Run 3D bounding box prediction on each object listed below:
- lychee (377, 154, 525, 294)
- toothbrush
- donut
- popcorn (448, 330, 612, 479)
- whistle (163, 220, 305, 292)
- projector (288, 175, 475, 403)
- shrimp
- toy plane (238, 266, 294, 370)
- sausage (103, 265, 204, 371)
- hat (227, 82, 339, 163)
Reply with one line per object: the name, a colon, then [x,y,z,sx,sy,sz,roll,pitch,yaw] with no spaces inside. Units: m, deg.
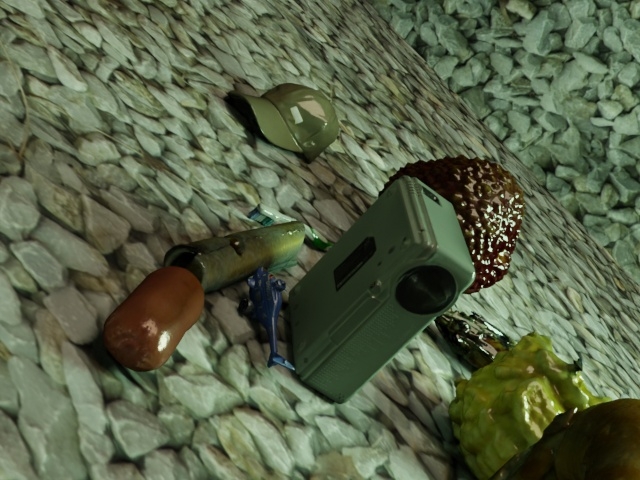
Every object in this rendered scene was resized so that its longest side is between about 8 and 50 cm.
lychee: [0.216,-0.036,1.961,0.271,0.271,0.271,38,21,-18]
toothbrush: [0.001,-0.001,1.768,0.304,0.030,0.030,23,29,-45]
donut: [0.265,0.327,1.191,0.170,0.360,0.360,43,20,-5]
popcorn: [0.303,0.248,1.588,0.249,0.225,0.249,34,15,-10]
whistle: [-0.101,0.019,1.498,0.326,0.057,0.067,-14,105,-66]
projector: [0.067,0.059,1.449,0.099,0.256,0.192,34,23,-24]
shrimp: [0.311,0.194,1.944,0.365,0.071,0.233,35,13,-22]
toy plane: [-0.063,0.095,1.423,0.054,0.062,0.167,29,35,-36]
sausage: [-0.176,0.081,1.217,0.077,0.077,0.194,43,22,-4]
hat: [-0.059,-0.239,1.992,0.166,0.144,0.173,51,-1,23]
